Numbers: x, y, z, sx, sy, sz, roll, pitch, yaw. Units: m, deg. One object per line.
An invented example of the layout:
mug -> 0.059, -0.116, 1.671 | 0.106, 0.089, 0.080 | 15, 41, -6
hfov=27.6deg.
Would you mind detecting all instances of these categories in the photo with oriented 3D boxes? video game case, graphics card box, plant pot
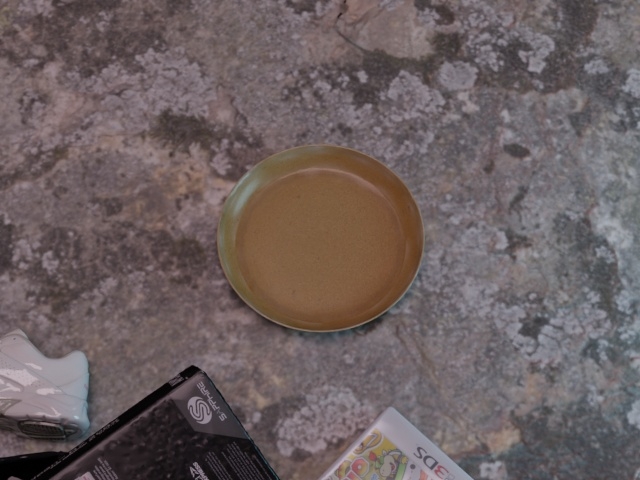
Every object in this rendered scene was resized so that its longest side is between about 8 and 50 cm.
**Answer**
video game case -> 0.072, 0.318, 1.349 | 0.206, 0.026, 0.227 | 41, 71, 17
graphics card box -> -0.203, 0.317, 1.251 | 0.371, 0.094, 0.233 | -36, 94, -9
plant pot -> 0.000, 0.000, 1.493 | 0.236, 0.032, 0.236 | 1, 65, -1

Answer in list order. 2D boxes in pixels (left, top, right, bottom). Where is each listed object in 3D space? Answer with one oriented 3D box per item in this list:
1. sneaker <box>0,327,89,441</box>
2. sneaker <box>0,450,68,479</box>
sneaker -> -0.357, 0.147, 1.401 | 0.232, 0.090, 0.115 | 9, 58, -6
sneaker -> -0.242, 0.261, 1.332 | 0.234, 0.097, 0.084 | 2, 65, 1
